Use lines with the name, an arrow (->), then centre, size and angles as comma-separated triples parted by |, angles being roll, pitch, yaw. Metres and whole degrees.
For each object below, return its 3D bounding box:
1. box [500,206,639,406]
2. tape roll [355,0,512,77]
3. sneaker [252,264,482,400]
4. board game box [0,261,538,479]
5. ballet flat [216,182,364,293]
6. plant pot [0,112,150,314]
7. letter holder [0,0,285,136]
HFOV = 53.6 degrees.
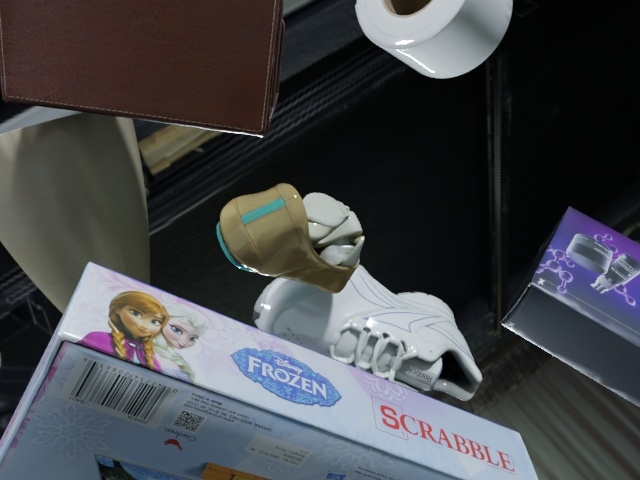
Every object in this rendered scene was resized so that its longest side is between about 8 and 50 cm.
box -> 0.405, 0.097, 0.849 | 0.184, 0.261, 0.103 | -49, -16, -36
tape roll -> 0.212, -0.448, 1.186 | 0.169, 0.246, 0.246 | 11, -60, -52
sneaker -> 0.066, 0.103, 0.696 | 0.297, 0.129, 0.111 | 15, -68, -31
board game box -> -0.072, 0.202, 0.444 | 0.319, 0.066, 0.318 | 26, -61, -20
ballet flat -> 0.000, 0.000, 0.527 | 0.073, 0.080, 0.232 | -31, -13, 15
plant pot -> -0.361, -0.032, 0.943 | 0.256, 0.256, 0.274 | -22, -78, -21
letter holder -> -0.195, -0.263, 0.736 | 0.302, 0.152, 0.214 | 7, -64, -2
